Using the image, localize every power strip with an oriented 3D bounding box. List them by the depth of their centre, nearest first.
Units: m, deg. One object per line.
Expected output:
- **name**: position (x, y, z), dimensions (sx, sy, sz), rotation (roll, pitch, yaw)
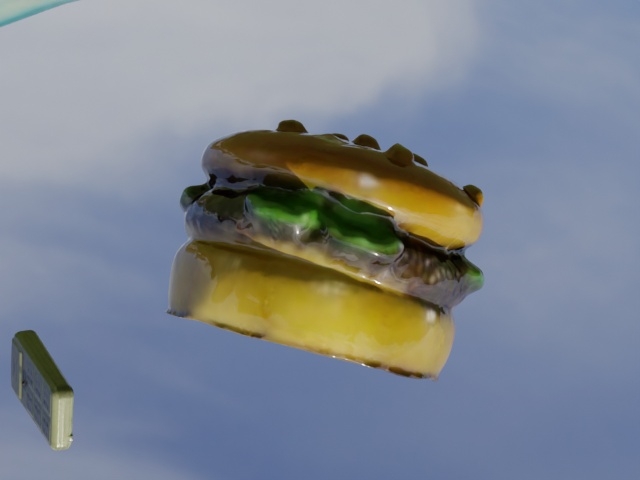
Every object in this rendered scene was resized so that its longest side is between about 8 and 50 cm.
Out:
- **power strip**: position (-0.298, 0.155, 2.101), dimensions (0.028, 0.076, 0.169), rotation (-6, -156, -24)

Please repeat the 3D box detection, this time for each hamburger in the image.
- **hamburger**: position (0.000, 0.000, 2.461), dimensions (0.395, 0.278, 0.396), rotation (14, 177, 1)

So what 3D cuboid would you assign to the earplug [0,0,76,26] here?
- **earplug**: position (-0.348, -0.290, 2.063), dimensions (0.324, 0.185, 0.185), rotation (-20, -167, 20)
